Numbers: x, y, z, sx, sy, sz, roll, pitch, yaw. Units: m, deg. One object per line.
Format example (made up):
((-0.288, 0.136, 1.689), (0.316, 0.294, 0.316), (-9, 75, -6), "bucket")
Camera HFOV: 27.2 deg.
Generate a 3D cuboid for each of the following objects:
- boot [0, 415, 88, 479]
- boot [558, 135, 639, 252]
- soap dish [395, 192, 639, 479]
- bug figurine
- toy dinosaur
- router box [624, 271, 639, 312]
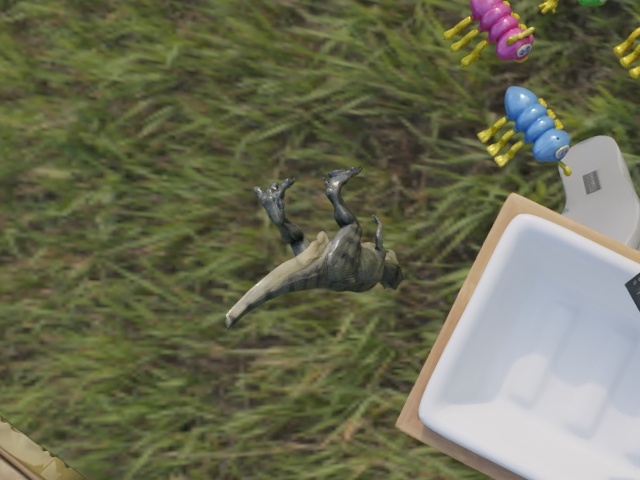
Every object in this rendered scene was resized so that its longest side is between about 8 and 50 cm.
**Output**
((-0.322, 0.209, 0.891), (0.236, 0.089, 0.269), (35, 74, 8), "boot")
((0.303, 0.000, 1.361), (0.095, 0.258, 0.123), (-20, 116, 23), "boot")
((0.245, 0.124, 1.148), (0.291, 0.118, 0.229), (26, 90, 7), "soap dish")
((0.261, -0.202, 1.363), (0.216, 0.279, 0.072), (52, 161, 11), "bug figurine")
((0.000, 0.000, 1.172), (0.064, 0.268, 0.118), (-15, 87, 37), "toy dinosaur")
((0.302, 0.035, 1.003), (0.122, 0.038, 0.092), (-42, 37, 21), "router box")
